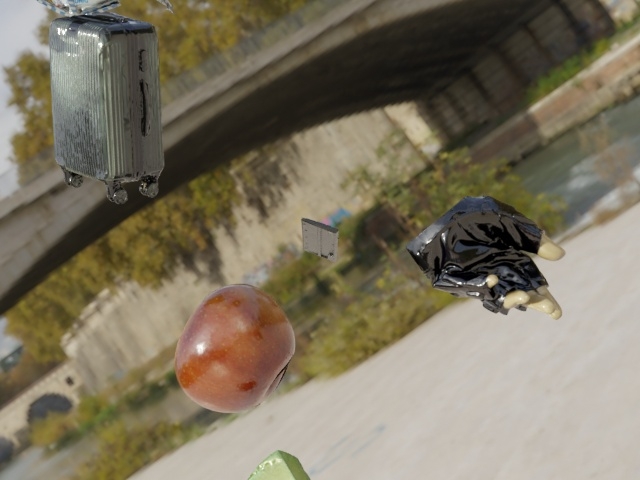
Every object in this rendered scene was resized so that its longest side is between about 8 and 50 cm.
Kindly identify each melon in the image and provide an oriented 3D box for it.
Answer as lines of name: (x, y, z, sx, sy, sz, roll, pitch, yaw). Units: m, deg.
melon: (-0.072, 0.434, 1.702, 0.064, 0.118, 0.210, 27, -99, -51)

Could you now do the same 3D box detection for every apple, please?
apple: (-0.135, 0.187, 1.827, 0.210, 0.173, 0.235, -56, -16, -16)

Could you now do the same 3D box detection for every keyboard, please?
keyboard: (0.000, 0.000, 1.879, 0.202, 0.067, 0.011, 90, -159, -75)

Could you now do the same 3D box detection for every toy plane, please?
toy plane: (-0.445, -0.511, 2.259, 0.273, 0.107, 0.182, -10, -23, 31)

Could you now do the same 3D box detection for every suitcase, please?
suitcase: (-0.370, -0.234, 1.900, 0.128, 0.312, 0.202, -15, 24, -41)

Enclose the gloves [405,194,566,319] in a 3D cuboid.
gloves: (0.236, 0.036, 1.461, 0.164, 0.203, 0.124, -40, -5, -3)
